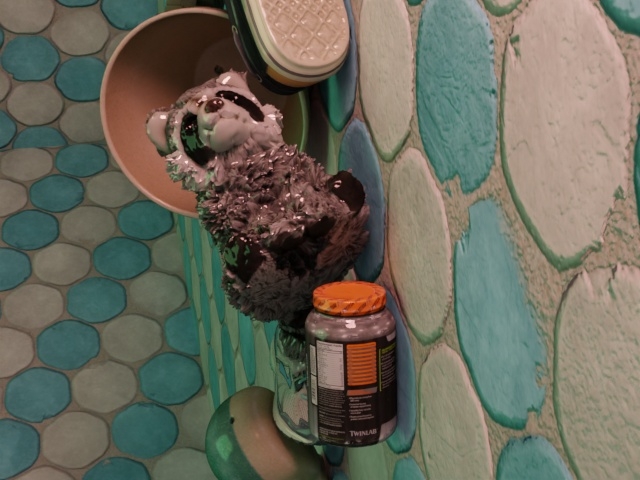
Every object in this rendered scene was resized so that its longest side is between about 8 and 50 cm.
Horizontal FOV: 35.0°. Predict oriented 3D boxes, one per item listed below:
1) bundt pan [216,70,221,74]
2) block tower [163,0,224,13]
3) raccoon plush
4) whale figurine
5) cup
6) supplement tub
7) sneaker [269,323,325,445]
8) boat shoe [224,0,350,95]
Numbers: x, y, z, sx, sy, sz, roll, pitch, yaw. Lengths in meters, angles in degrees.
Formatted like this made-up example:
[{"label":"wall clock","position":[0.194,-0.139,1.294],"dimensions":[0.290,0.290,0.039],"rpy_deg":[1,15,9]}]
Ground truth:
[{"label":"bundt pan","position":[-0.212,-0.265,2.086],"dimensions":[0.331,0.124,0.331],"rpy_deg":[172,90,-86]},{"label":"block tower","position":[-0.227,-0.526,1.978],"dimensions":[0.091,0.097,0.336],"rpy_deg":[82,-166,-65]},{"label":"raccoon plush","position":[-0.113,-0.016,1.424],"dimensions":[0.299,0.216,0.446],"rpy_deg":[48,146,29]},{"label":"whale figurine","position":[-0.086,0.359,1.667],"dimensions":[0.272,0.141,0.216],"rpy_deg":[47,-163,-45]},{"label":"cup","position":[-0.157,-0.229,1.641],"dimensions":[0.237,0.331,0.331],"rpy_deg":[-62,-25,-64]},{"label":"supplement tub","position":[0.039,0.154,1.283],"dimensions":[0.117,0.117,0.190],"rpy_deg":[-138,45,-71]},{"label":"sneaker","position":[-0.027,0.204,1.603],"dimensions":[0.283,0.110,0.122],"rpy_deg":[-115,27,-54]},{"label":"boat shoe","position":[-0.081,-0.434,1.431],"dimensions":[0.156,0.186,0.500],"rpy_deg":[136,123,-66]}]
